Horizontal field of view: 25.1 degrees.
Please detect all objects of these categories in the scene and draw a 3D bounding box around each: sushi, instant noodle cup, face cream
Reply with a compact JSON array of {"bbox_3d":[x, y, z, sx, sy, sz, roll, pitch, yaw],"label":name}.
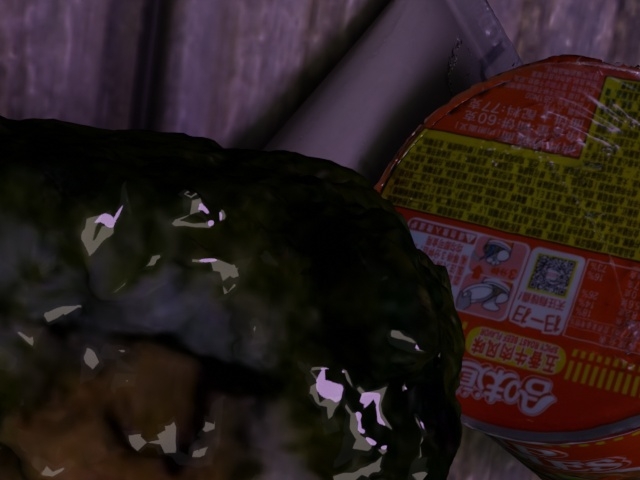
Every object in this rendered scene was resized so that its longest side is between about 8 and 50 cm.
[{"bbox_3d":[-0.124,0.096,0.562,0.352,0.178,0.294,6,100,7],"label":"sushi"},{"bbox_3d":[0.137,0.042,0.727,0.193,0.193,0.212,-47,150,-7],"label":"instant noodle cup"},{"bbox_3d":[0.000,0.000,0.727,0.314,0.089,0.143,-45,120,-16],"label":"face cream"}]
